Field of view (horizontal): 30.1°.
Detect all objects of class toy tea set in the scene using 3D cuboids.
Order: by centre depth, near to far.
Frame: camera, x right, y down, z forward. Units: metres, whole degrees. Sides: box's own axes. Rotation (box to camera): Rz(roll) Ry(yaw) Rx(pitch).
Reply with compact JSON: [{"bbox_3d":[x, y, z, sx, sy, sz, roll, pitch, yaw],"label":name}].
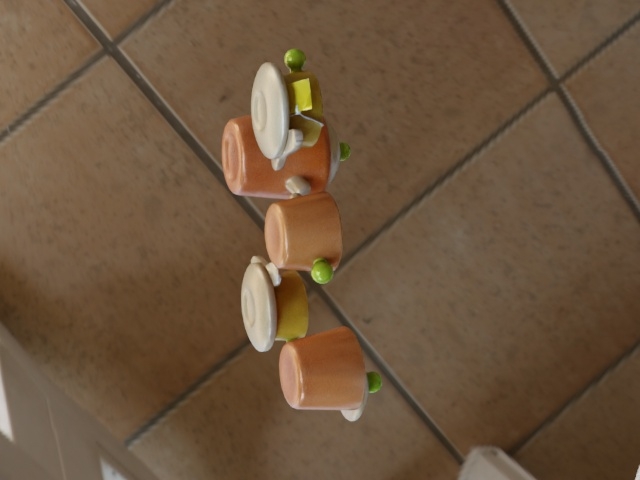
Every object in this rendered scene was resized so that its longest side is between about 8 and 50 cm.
[{"bbox_3d":[0.000,0.000,1.111,0.124,0.200,0.335,-5,84,-21],"label":"toy tea set"}]

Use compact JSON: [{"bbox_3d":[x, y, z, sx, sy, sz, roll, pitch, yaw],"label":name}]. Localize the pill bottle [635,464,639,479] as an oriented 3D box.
[{"bbox_3d":[0.463,0.254,0.938,0.392,0.224,0.224,15,103,-6],"label":"pill bottle"}]
